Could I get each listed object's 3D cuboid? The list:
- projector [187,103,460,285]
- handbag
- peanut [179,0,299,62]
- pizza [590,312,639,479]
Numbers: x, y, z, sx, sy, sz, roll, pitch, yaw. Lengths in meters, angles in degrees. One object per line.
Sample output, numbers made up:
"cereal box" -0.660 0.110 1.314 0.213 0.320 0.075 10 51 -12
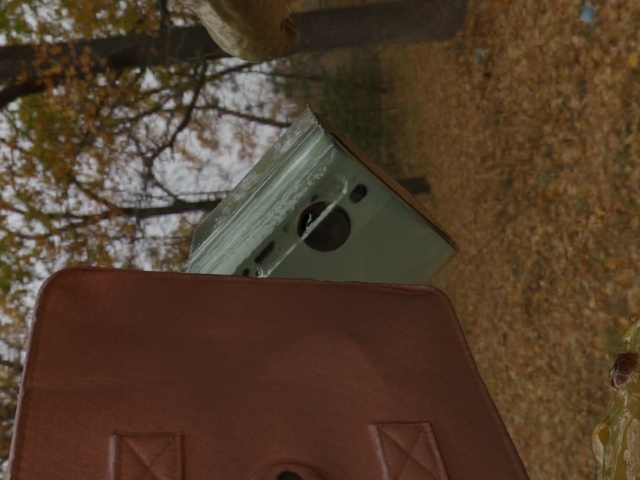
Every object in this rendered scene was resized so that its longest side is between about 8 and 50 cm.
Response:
"projector" 0.000 0.000 0.984 0.248 0.249 0.248 41 -170 -16
"handbag" -0.023 0.082 0.338 0.157 0.212 0.059 -107 24 -51
"peanut" -0.091 -0.234 0.643 0.214 0.099 0.099 36 -135 -49
"pizza" 0.250 0.141 0.425 0.278 0.114 0.409 52 -130 -18
